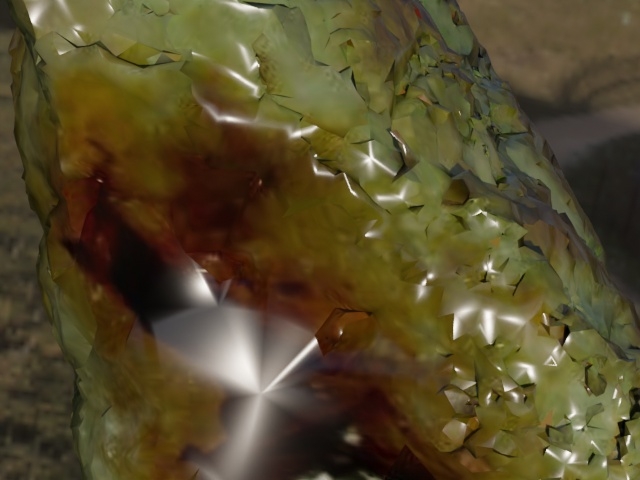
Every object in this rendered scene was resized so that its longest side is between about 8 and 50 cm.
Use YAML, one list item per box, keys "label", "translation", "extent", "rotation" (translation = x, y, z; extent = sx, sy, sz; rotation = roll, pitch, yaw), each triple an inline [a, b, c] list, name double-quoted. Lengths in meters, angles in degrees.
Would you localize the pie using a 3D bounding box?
- label: "pie"
  translation: [-0.006, -0.020, 0.596]
  extent: [0.180, 0.418, 0.395]
  rotation: [-18, -7, 0]
